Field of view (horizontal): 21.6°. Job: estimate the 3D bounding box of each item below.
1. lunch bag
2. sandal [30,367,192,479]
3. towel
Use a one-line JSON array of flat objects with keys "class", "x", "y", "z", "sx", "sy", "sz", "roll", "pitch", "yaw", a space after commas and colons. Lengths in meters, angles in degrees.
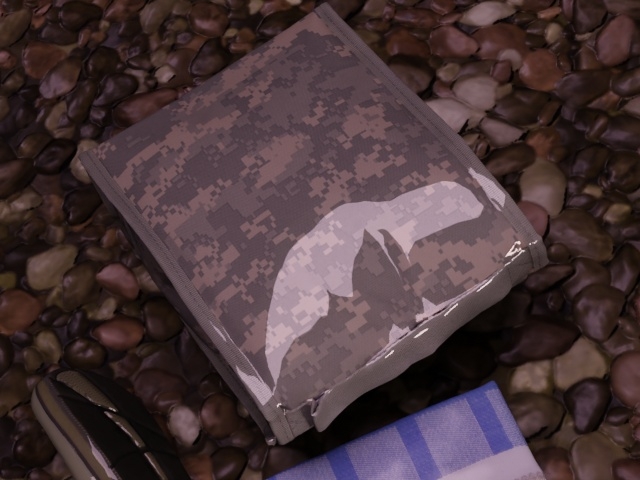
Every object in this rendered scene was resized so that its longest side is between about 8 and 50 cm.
[{"class": "lunch bag", "x": 0.000, "y": 0.000, "z": 1.234, "sx": 0.235, "sy": 0.169, "sz": 0.287, "roll": -33, "pitch": 51, "yaw": -8}, {"class": "sandal", "x": -0.123, "y": 0.217, "z": 1.175, "sx": 0.086, "sy": 0.120, "sz": 0.302, "roll": -49, "pitch": 52, "yaw": 15}, {"class": "towel", "x": 0.081, "y": 0.245, "z": 1.132, "sx": 0.209, "sy": 0.034, "sz": 0.285, "roll": -23, "pitch": 54, "yaw": -1}]
